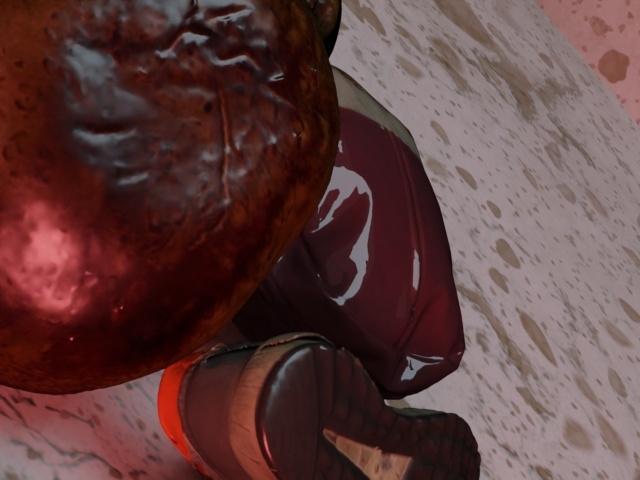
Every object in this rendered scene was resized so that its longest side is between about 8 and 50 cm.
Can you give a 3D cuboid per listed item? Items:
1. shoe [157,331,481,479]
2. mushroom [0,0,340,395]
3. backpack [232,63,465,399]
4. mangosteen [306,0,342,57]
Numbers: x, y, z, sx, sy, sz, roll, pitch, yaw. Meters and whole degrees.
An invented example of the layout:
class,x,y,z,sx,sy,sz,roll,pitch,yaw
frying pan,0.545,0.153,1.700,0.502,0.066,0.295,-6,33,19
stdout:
class,x,y,z,sx,sy,sz,roll,pitch,yaw
shoe,-0.011,0.161,1.136,0.336,0.171,0.132,39,61,-52
mushroom,-0.146,-0.076,1.032,0.345,0.239,0.345,18,62,-38
backpack,0.000,0.000,1.314,0.283,0.197,0.317,26,38,-43
mangosteen,-0.075,-0.234,1.458,0.211,0.211,0.250,52,-18,6
